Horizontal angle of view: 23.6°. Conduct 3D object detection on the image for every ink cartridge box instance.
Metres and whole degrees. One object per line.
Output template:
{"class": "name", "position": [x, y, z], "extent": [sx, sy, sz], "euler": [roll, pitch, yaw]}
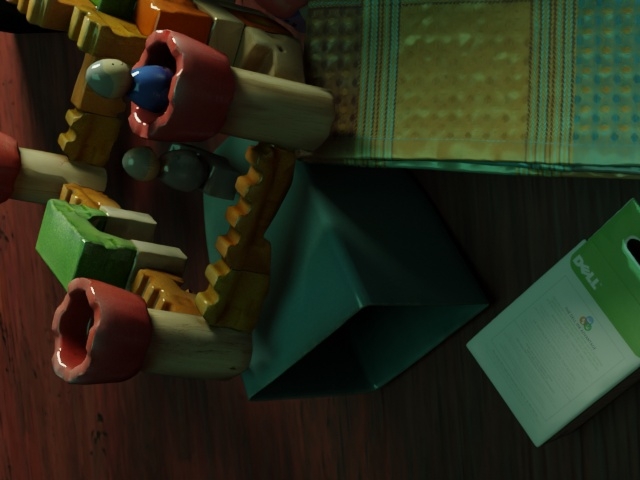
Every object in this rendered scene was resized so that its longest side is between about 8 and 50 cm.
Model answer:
{"class": "ink cartridge box", "position": [0.228, 0.066, 1.255], "extent": [0.209, 0.062, 0.109], "euler": [-46, 68, 34]}

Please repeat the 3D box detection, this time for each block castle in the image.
{"class": "block castle", "position": [-0.200, -0.095, 1.355], "extent": [0.453, 0.213, 0.303], "euler": [43, 117, 54]}

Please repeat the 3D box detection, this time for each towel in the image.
{"class": "towel", "position": [0.155, -0.184, 1.214], "extent": [0.370, 0.040, 0.271], "euler": [3, 84, 29]}

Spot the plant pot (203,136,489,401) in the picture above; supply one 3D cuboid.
{"class": "plant pot", "position": [0.000, 0.000, 1.376], "extent": [0.166, 0.165, 0.234], "euler": [-42, 61, 35]}

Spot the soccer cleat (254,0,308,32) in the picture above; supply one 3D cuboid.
{"class": "soccer cleat", "position": [-0.076, -0.326, 1.429], "extent": [0.109, 0.116, 0.318], "euler": [-29, 58, 3]}

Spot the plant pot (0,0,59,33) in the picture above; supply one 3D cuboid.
{"class": "plant pot", "position": [-0.326, -0.307, 1.590], "extent": [0.187, 0.167, 0.188], "euler": [6, 101, 39]}
